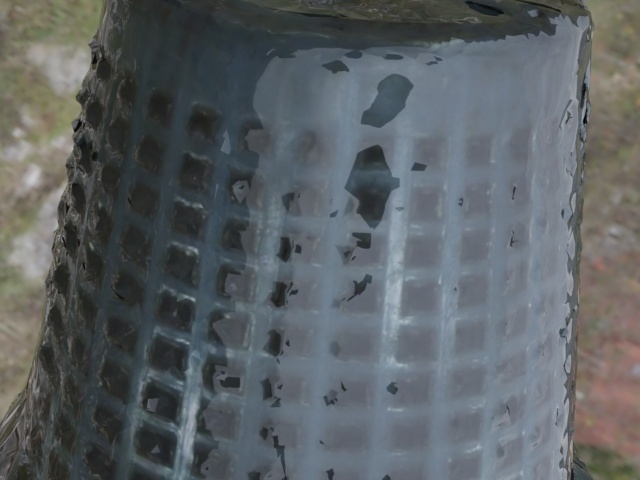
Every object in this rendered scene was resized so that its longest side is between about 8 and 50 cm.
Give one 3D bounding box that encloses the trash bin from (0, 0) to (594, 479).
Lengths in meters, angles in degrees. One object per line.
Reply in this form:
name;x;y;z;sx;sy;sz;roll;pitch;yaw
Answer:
trash bin;0.000;0.000;0.438;0.175;0.175;0.161;-23;129;-44
